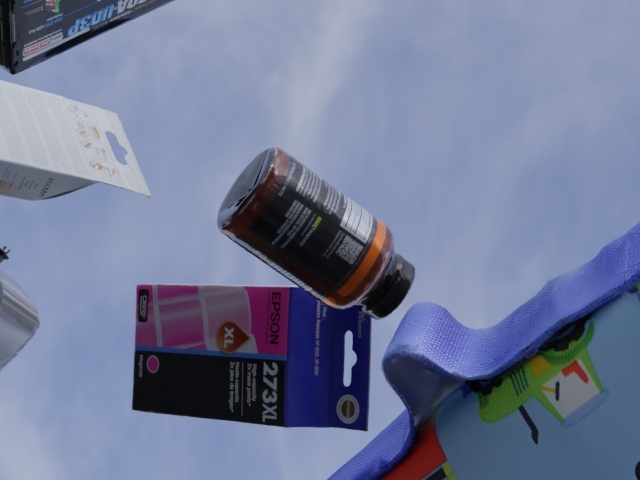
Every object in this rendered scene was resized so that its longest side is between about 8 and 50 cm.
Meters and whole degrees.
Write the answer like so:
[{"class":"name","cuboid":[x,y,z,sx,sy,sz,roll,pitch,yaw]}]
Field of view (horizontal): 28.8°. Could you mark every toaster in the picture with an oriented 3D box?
[{"class":"toaster","cuboid":[-0.431,0.096,1.460,0.227,0.146,0.129,-44,-112,-4]}]

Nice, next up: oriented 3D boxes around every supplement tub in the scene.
[{"class":"supplement tub","cuboid":[0.000,0.000,1.258,0.198,0.106,0.106,36,-56,-17]}]

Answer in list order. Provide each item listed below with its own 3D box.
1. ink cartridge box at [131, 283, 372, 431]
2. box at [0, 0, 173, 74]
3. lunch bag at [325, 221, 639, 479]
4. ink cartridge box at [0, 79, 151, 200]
[{"class":"ink cartridge box","cuboid":[-0.097,0.145,1.597,0.371,0.069,0.175,-1,-94,38]},{"class":"box","cuboid":[-0.184,-0.255,1.024,0.051,0.220,0.175,36,-41,24]},{"class":"lunch bag","cuboid":[0.123,0.133,0.373,0.293,0.138,0.221,44,-54,-2]},{"class":"ink cartridge box","cuboid":[-0.265,-0.091,1.198,0.179,0.145,0.045,16,-58,-37]}]
